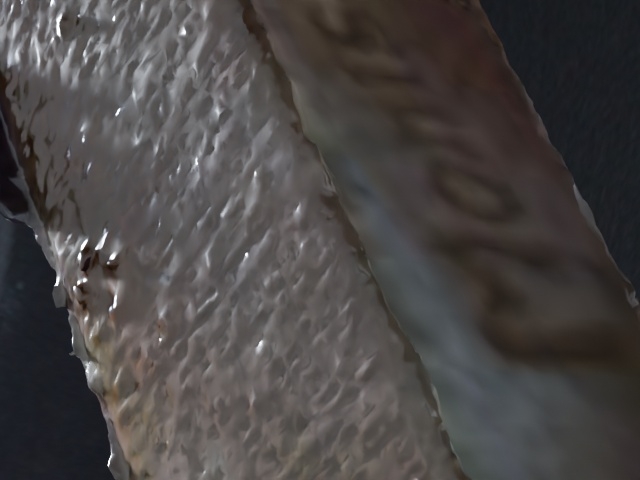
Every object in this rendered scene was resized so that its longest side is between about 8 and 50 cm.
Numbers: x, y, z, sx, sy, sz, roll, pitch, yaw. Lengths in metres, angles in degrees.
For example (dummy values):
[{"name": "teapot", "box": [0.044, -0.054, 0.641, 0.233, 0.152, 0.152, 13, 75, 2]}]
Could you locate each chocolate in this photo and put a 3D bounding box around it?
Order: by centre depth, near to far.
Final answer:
[{"name": "chocolate", "box": [0.000, 0.000, 0.431, 0.112, 0.112, 0.321, 1, -130, -32]}]
